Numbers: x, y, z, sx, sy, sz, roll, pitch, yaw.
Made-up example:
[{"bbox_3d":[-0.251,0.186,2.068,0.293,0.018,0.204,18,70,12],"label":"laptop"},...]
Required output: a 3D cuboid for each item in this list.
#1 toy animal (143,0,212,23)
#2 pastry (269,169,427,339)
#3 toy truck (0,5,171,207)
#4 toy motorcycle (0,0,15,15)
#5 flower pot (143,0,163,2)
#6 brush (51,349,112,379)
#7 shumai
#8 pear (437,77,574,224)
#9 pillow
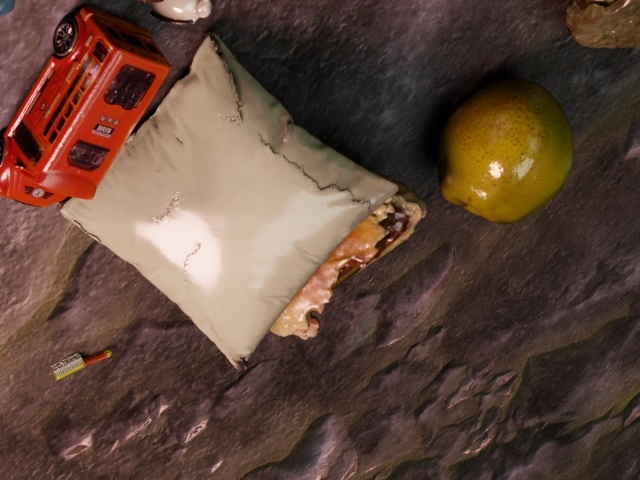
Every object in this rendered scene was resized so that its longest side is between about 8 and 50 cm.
[{"bbox_3d":[-0.153,-0.309,1.904,0.071,0.085,0.124,-8,119,-31],"label":"toy animal"},{"bbox_3d":[0.006,-0.006,2.221,0.256,0.170,0.237,-44,179,12],"label":"pastry"},{"bbox_3d":[-0.282,-0.135,1.935,0.107,0.114,0.253,16,115,-44],"label":"toy truck"},{"bbox_3d":[-0.458,-0.230,1.682,0.416,0.172,0.232,-48,132,-2],"label":"toy motorcycle"},{"bbox_3d":[-0.209,-0.320,1.838,0.111,0.111,0.089,5,111,-38],"label":"flower pot"},{"bbox_3d":[-0.317,0.160,2.246,0.083,0.019,0.021,-22,127,-16],"label":"brush"},{"bbox_3d":[0.432,-0.376,2.237,0.222,0.204,0.272,-1,162,-32],"label":"shumai"},{"bbox_3d":[0.254,-0.117,2.280,0.198,0.198,0.198,-19,135,-20],"label":"pear"},{"bbox_3d":[-0.115,-0.046,2.063,0.312,0.119,0.310,40,99,-7],"label":"pillow"}]
